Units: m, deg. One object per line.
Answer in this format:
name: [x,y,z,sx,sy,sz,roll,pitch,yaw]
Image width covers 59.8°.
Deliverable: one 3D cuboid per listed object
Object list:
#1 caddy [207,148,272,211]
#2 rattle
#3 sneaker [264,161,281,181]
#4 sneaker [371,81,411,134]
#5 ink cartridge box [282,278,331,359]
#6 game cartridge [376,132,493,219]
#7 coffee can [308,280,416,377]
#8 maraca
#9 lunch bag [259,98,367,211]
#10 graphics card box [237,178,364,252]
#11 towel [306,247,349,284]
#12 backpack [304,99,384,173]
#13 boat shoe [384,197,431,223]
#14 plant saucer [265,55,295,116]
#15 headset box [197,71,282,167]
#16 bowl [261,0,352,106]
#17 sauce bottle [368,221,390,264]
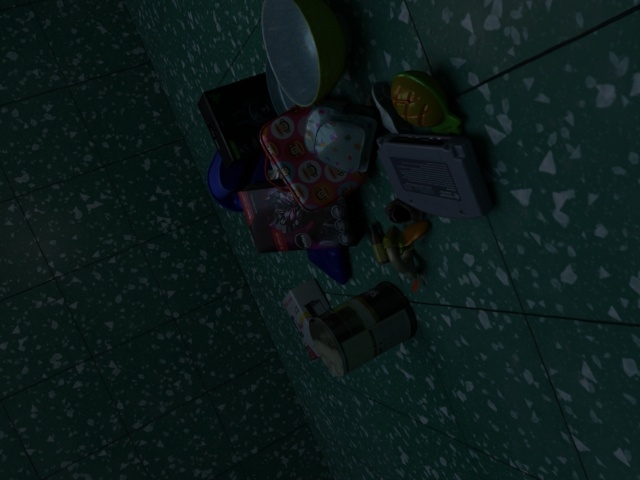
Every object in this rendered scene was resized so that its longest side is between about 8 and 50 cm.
caddy: [-0.269,-0.272,2.043,0.241,0.341,0.179,26,168,-22]
rattle: [0.267,0.040,1.509,0.199,0.143,0.130,56,-165,-18]
sneaker: [-0.118,-0.164,1.886,0.146,0.122,0.330,43,139,18]
sneaker: [0.161,-0.308,1.342,0.152,0.054,0.061,64,162,2]
ink cartridge box: [-0.030,0.347,2.416,0.306,0.131,0.226,60,159,10]
game cartridge: [0.253,-0.143,1.254,0.294,0.060,0.196,22,141,57]
coffee can: [0.132,0.275,1.745,0.201,0.276,0.201,49,154,35]
maraca: [0.223,-0.282,1.171,0.186,0.099,0.127,42,170,-10]
lunch bag: [-0.033,-0.230,1.566,0.293,0.258,0.120,60,-175,-5]
graphics card box: [-0.064,-0.086,1.782,0.371,0.094,0.232,-4,114,24]
towel: [0.000,0.000,1.991,0.228,0.076,0.308,43,157,46]
backpack: [0.050,-0.268,1.417,0.189,0.144,0.165,22,129,17]
boat shoe: [0.210,-0.077,1.454,0.183,0.066,0.066,-2,104,66]
plant saucer: [-0.071,-0.458,1.720,0.317,0.044,0.317,44,148,37]
headset box: [-0.251,-0.409,1.888,0.246,0.283,0.131,67,159,-4]
bowl: [-0.014,-0.497,1.402,0.289,0.156,0.289,50,154,35]
sauce bottle: [0.175,0.008,1.675,0.042,0.042,0.128,13,123,64]
